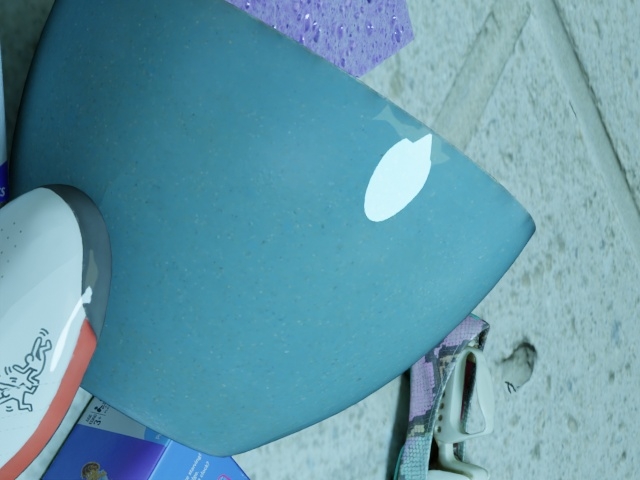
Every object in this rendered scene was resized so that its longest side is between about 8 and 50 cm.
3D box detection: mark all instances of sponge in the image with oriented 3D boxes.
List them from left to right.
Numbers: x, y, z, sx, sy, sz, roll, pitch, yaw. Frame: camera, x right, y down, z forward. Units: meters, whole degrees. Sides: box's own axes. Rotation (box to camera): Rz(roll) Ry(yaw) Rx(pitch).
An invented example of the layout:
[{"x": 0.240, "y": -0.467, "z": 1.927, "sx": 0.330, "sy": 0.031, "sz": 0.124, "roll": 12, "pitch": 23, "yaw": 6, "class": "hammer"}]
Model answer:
[{"x": -0.007, "y": -0.160, "z": 0.945, "sx": 0.210, "sy": 0.031, "sz": 0.117, "roll": -41, "pitch": 127, "yaw": -44, "class": "sponge"}]

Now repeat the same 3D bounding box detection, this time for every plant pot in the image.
[{"x": -0.056, "y": 0.002, "z": 0.721, "sx": 0.195, "sy": 0.290, "sz": 0.290, "roll": -59, "pitch": 141, "yaw": -3, "class": "plant pot"}]

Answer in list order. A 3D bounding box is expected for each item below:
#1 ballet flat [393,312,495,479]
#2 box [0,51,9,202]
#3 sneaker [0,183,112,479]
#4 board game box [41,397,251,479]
[{"x": 0.109, "y": 0.168, "z": 1.119, "sx": 0.077, "sy": 0.079, "sz": 0.221, "roll": 5, "pitch": 92, "yaw": -55, "class": "ballet flat"}, {"x": -0.222, "y": -0.078, "z": 0.624, "sx": 0.126, "sy": 0.072, "sz": 0.137, "roll": -17, "pitch": 108, "yaw": -53, "class": "box"}, {"x": -0.211, "y": 0.080, "z": 0.579, "sx": 0.145, "sy": 0.090, "sz": 0.270, "roll": 21, "pitch": 109, "yaw": -50, "class": "sneaker"}, {"x": -0.137, "y": 0.299, "z": 0.799, "sx": 0.347, "sy": 0.078, "sz": 0.233, "roll": -60, "pitch": 138, "yaw": -29, "class": "board game box"}]
